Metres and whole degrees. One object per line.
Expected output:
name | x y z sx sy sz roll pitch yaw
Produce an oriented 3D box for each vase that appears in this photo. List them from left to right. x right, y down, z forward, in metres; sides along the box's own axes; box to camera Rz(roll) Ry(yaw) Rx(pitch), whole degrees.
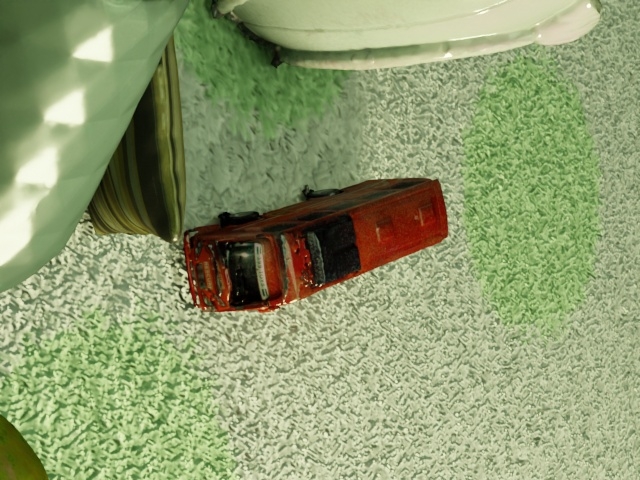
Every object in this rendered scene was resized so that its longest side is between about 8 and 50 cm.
vase | 0.142 -0.248 1.189 0.250 0.445 0.250 6 83 -55

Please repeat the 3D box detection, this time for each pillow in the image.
pillow | -0.123 -0.103 1.045 0.052 0.212 0.208 -5 93 -20

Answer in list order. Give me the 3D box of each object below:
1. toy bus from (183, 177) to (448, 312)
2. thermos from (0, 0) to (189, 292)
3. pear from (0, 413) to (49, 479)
toy bus | 0.000 0.000 1.276 0.235 0.096 0.073 -20 102 -54
thermos | -0.180 -0.062 0.926 0.286 0.145 0.182 -60 176 28
pear | -0.218 0.165 0.905 0.219 0.187 0.187 -37 118 -60
